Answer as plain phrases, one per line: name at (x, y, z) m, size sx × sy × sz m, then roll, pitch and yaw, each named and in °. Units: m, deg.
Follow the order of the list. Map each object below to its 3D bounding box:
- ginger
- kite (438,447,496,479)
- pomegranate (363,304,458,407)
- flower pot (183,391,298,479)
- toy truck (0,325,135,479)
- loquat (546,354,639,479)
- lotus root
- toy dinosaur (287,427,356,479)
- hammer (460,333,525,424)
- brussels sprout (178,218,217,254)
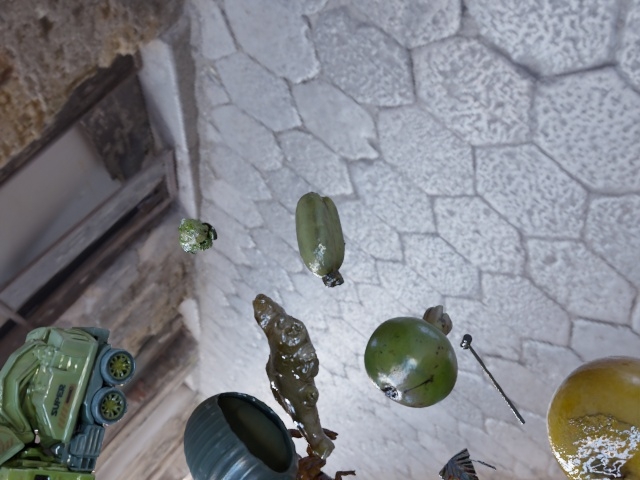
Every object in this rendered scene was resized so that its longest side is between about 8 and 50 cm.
ginger at (-0.055, 0.257, 1.345) m, size 0.166 × 0.080 × 0.333 m, roll 11°, pitch 122°, yaw 54°
kite at (0.227, 0.368, 0.993) m, size 0.160 × 0.010 × 0.183 m, roll 30°, pitch -158°, yaw -23°
pomegranate at (0.174, 0.209, 1.306) m, size 0.179 × 0.210 × 0.179 m, roll 6°, pitch 151°, yaw 3°
flower pot at (-0.146, 0.388, 1.244) m, size 0.189 × 0.157 × 0.243 m, roll 1°, pitch -143°, yaw -44°
toy truck at (-0.249, 0.166, 0.610) m, size 0.085 × 0.191 × 0.116 m, roll -4°, pitch 159°, yaw 42°
loquat at (0.526, 0.325, 1.176) m, size 0.263 × 0.263 × 0.263 m, roll 36°, pitch 160°, yaw 15°
lotus root at (-0.001, 0.000, 1.248) m, size 0.077 × 0.183 × 0.090 m, roll -21°, pitch 164°, yaw 36°
toy dinosaur at (-0.054, 0.488, 1.468) m, size 0.432 × 0.208 × 0.097 m, roll 21°, pitch 133°, yaw -15°
hammer at (0.485, 0.392, 1.929) m, size 0.292 × 0.029 × 0.058 m, roll 58°, pitch 164°, yaw 31°
brussels sprout at (-0.270, -0.011, 1.516) m, size 0.085 × 0.085 × 0.058 m, roll 52°, pitch 161°, yaw -27°
